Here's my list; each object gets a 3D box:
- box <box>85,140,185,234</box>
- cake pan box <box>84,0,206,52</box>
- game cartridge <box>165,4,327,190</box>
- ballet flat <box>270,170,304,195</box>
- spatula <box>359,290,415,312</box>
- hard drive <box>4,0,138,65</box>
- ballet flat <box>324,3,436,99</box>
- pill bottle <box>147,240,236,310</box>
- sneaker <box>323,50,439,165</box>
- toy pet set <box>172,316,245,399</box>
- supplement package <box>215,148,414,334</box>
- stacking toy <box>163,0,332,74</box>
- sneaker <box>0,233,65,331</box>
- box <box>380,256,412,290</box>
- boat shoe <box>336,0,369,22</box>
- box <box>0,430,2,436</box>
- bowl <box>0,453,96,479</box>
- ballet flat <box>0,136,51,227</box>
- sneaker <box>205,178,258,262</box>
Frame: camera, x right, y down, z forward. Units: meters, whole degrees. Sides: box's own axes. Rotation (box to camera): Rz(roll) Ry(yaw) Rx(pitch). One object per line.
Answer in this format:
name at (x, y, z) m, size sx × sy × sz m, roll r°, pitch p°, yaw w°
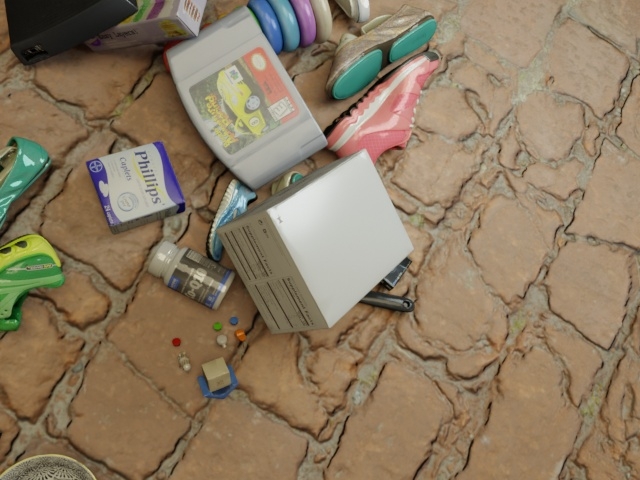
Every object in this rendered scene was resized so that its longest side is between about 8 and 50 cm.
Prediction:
box at (-0.327, -0.095, 1.025) m, size 0.137 × 0.072 × 0.126 m, roll -21°, pitch 83°, yaw -17°
cake pan box at (-0.311, -0.485, 1.058) m, size 0.246 × 0.070 × 0.266 m, roll 4°, pitch 72°, yaw 24°
game cartridge at (-0.142, -0.251, 1.052) m, size 0.196 × 0.060 × 0.294 m, roll -33°, pitch 101°, yaw -1°
ballet flat at (-0.071, -0.008, 1.063) m, size 0.086 × 0.086 × 0.248 m, roll 9°, pitch 71°, yaw -11°
spatula at (0.039, 0.092, 1.086) m, size 0.296 × 0.030 × 0.084 m, roll 14°, pitch 65°, yaw -10°
hard drive at (-0.453, -0.433, 1.019) m, size 0.255 × 0.054 × 0.172 m, roll -18°, pitch 76°, yaw 16°
ballet flat at (0.103, -0.399, 1.196) m, size 0.316 × 0.107 × 0.106 m, roll -36°, pitch 67°, yaw -23°
pill bottle at (-0.226, 0.060, 1.008) m, size 0.137 × 0.078 × 0.078 m, roll 28°, pitch 72°, yaw -5°
sneaker at (0.143, -0.256, 1.171) m, size 0.314 × 0.116 × 0.136 m, roll -44°, pitch 103°, yaw -15°
toy pet set at (-0.183, 0.212, 1.004) m, size 0.122 × 0.065 × 0.114 m, roll -18°, pitch 47°, yaw -19°
supplement package at (0.000, 0.000, 0.963) m, size 0.262 × 0.145 × 0.204 m, roll -37°, pitch 104°, yaw -41°
stacking toy at (-0.150, -0.404, 1.120) m, size 0.330 × 0.141 × 0.141 m, roll -25°, pitch 84°, yaw -11°
sneaker at (-0.541, 0.112, 0.899) m, size 0.295 × 0.109 × 0.123 m, roll -34°, pitch 110°, yaw -6°
box at (0.133, 0.047, 1.114) m, size 0.067 × 0.018 × 0.083 m, roll 43°, pitch 53°, yaw -1°
boat shoe at (0.019, -0.560, 1.215) m, size 0.084 × 0.095 × 0.258 m, roll -22°, pitch 72°, yaw -12°
box at (-0.635, 0.395, 0.842) m, size 0.216 × 0.060 × 0.270 m, roll 16°, pitch 74°, yaw -10°
bowl at (-0.417, 0.411, 0.878) m, size 0.170 × 0.080 × 0.170 m, roll 3°, pitch 77°, yaw -12°
ballet flat at (-0.555, -0.073, 0.954) m, size 0.087 × 0.083 × 0.247 m, roll 46°, pitch 61°, yaw -42°
sneaker at (-0.160, -0.032, 1.054) m, size 0.073 × 0.063 × 0.162 m, roll 23°, pitch 73°, yaw -10°
